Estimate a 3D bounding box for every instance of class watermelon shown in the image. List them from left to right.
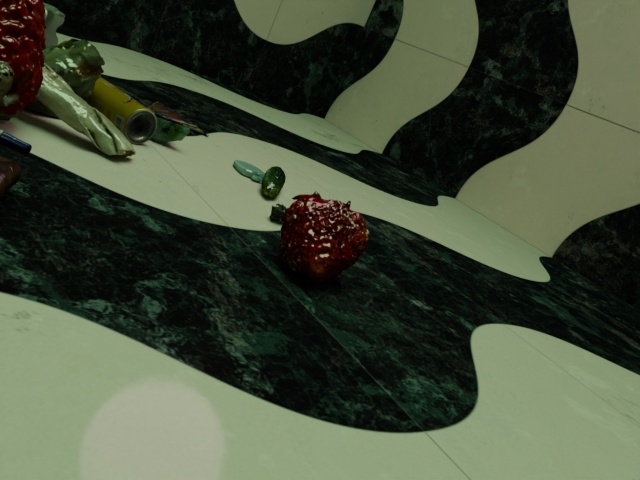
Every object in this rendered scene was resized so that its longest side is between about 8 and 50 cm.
[{"bbox_3d":[-0.469,-0.327,1.816,0.187,0.071,0.139,17,9,4],"label":"watermelon"}]

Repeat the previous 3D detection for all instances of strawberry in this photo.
[{"bbox_3d":[-0.699,-0.434,1.286,0.292,0.344,0.292,20,-7,3],"label":"strawberry"},{"bbox_3d":[0.000,0.000,1.278,0.187,0.184,0.201,55,31,-21],"label":"strawberry"}]

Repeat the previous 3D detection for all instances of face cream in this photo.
[{"bbox_3d":[-0.603,-0.389,1.736,0.348,0.105,0.105,34,19,31],"label":"face cream"}]

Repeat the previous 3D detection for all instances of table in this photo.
[{"bbox_3d":[-0.913,-0.649,1.938,0.166,0.198,0.166,22,17,-7],"label":"table"}]

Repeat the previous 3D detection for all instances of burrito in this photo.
[{"bbox_3d":[-0.607,-0.329,1.462,0.392,0.076,0.117,41,2,-4],"label":"burrito"}]

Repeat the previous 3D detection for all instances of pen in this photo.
[{"bbox_3d":[-0.687,-0.229,1.254,0.204,0.025,0.025,25,16,-1],"label":"pen"}]

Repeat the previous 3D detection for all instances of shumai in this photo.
[{"bbox_3d":[-0.713,-0.446,1.590,0.222,0.204,0.271,35,23,35],"label":"shumai"}]

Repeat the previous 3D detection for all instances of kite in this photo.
[{"bbox_3d":[-0.535,-0.441,2.170,0.321,0.016,0.234,34,20,33],"label":"kite"}]

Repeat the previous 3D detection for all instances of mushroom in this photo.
[{"bbox_3d":[-0.527,-0.169,0.941,0.148,0.218,0.227,18,18,-24],"label":"mushroom"}]

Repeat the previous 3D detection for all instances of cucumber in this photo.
[{"bbox_3d":[-0.139,-0.170,1.800,0.069,0.069,0.227,23,20,-6],"label":"cucumber"}]

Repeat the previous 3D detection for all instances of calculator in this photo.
[{"bbox_3d":[-0.217,-0.215,1.898,0.095,0.021,0.153,13,16,-34],"label":"calculator"}]

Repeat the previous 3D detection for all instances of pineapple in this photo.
[{"bbox_3d":[-0.050,-0.054,1.561,0.159,0.074,0.074,14,17,-7],"label":"pineapple"}]
